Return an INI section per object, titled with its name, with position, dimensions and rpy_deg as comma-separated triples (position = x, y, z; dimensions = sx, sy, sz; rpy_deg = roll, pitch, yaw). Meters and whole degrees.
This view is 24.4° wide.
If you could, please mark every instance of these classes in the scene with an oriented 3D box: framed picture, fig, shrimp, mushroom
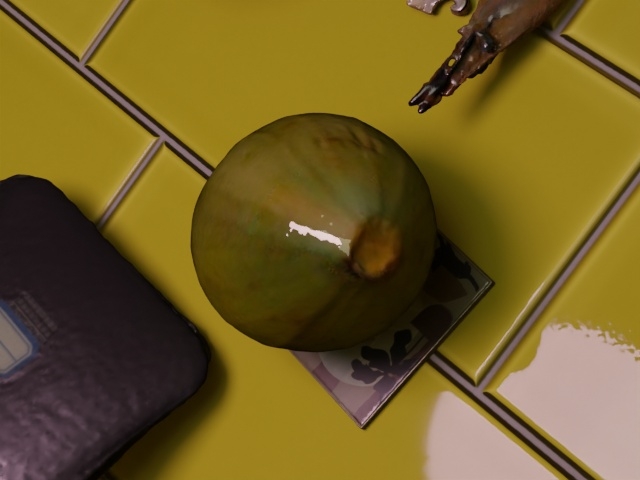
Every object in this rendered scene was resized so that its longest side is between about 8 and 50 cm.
[framed picture]
position = 0.066, 0.075, 1.510
dimensions = 0.201, 0.010, 0.136
rpy_deg = -49, 60, 7
[fig]
position = 0.000, 0.000, 1.413
dimensions = 0.239, 0.239, 0.271
rpy_deg = -59, 17, 1
[shrimp]
position = 0.172, -0.230, 1.515
dimensions = 0.262, 0.066, 0.117
rpy_deg = -44, 44, -6
[mushroom]
position = 0.119, -0.265, 1.577
dimensions = 0.101, 0.019, 0.049
rpy_deg = 30, 90, 34

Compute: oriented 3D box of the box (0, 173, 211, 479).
[box]
position = -0.338, 0.129, 1.582
dimensions = 0.350, 0.091, 0.359
rpy_deg = -39, 67, -18
